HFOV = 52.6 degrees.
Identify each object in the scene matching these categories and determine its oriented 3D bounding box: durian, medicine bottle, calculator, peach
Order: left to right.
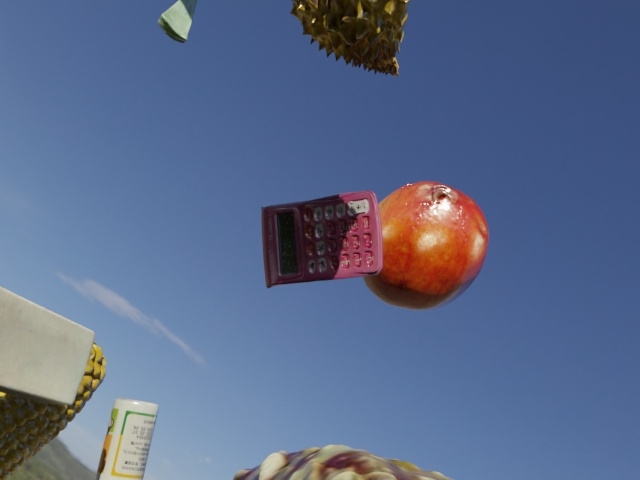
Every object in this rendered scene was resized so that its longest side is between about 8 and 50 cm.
[{"bbox_3d":[-0.274,0.329,0.877,0.061,0.221,0.092,13,-18,-13],"label":"medicine bottle"},{"bbox_3d":[0.000,0.000,0.951,0.190,0.127,0.034,-7,-11,20],"label":"calculator"},{"bbox_3d":[0.041,-0.297,0.749,0.165,0.132,0.182,25,-70,19],"label":"durian"},{"bbox_3d":[0.205,0.006,1.337,0.281,0.238,0.281,8,-78,44],"label":"peach"}]

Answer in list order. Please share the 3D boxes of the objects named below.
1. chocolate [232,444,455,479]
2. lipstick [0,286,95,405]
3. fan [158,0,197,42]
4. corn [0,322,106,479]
[{"bbox_3d":[0.012,0.292,0.578,0.210,0.225,0.340,38,-31,-22],"label":"chocolate"},{"bbox_3d":[-0.307,0.041,0.448,0.080,0.076,0.371,3,-23,22],"label":"lipstick"},{"bbox_3d":[-0.160,-0.284,0.783,0.016,0.193,0.038,-33,-61,25],"label":"fan"},{"bbox_3d":[-0.400,0.229,0.662,0.144,0.387,0.144,28,-38,25],"label":"corn"}]
